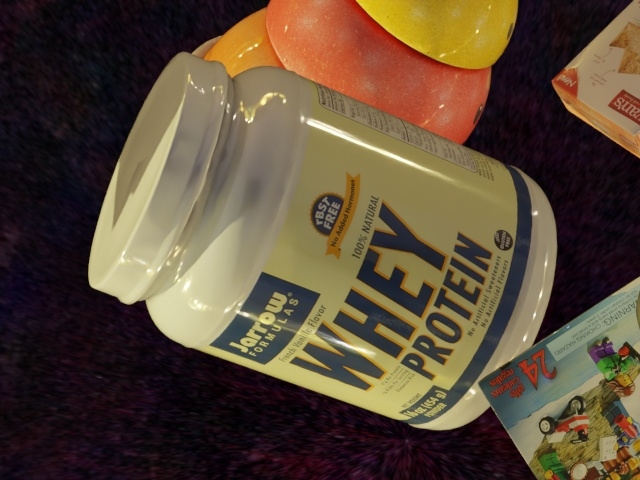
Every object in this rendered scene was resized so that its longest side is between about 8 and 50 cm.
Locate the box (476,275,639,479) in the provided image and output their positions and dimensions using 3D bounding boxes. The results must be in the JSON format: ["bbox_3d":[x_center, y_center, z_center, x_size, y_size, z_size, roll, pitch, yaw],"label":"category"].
[{"bbox_3d":[0.233,0.088,0.794,0.233,0.044,0.159,-35,72,10],"label":"box"}]

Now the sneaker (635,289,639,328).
[{"bbox_3d":[0.252,-0.016,0.510,0.267,0.101,0.106,-43,47,11],"label":"sneaker"}]

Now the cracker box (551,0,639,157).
[{"bbox_3d":[0.415,-0.221,1.627,0.232,0.067,0.156,-45,45,-1],"label":"cracker box"}]

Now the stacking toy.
[{"bbox_3d":[0.094,-0.236,1.446,0.350,0.351,0.480,45,127,8],"label":"stacking toy"}]

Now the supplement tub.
[{"bbox_3d":[0.000,0.000,1.101,0.325,0.235,0.235,21,83,-18],"label":"supplement tub"}]
